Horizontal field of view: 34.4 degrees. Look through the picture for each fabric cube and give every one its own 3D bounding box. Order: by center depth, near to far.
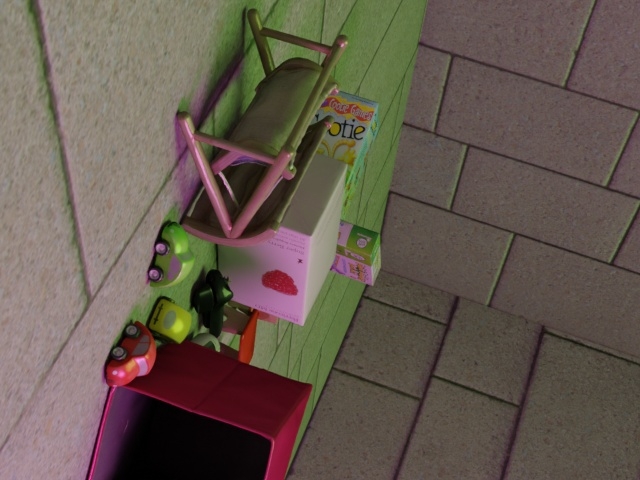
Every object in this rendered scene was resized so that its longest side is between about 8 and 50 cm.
[{"bbox_3d":[-0.185,0.332,1.598,0.258,0.259,0.254,-37,144,-75],"label":"fabric cube"}]

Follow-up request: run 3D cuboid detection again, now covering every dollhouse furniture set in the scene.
[{"bbox_3d":[-0.149,0.241,2.032,0.259,0.135,0.262,100,12,-46],"label":"dollhouse furniture set"}]

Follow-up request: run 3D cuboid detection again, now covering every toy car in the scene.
[{"bbox_3d":[-0.225,0.084,1.501,0.239,0.053,0.225,-46,154,-71],"label":"toy car"}]

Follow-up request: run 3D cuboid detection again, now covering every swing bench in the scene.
[{"bbox_3d":[-0.083,-0.152,1.519,0.254,0.165,0.253,98,13,-53],"label":"swing bench"}]

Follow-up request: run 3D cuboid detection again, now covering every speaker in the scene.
[{"bbox_3d":[-0.219,0.201,1.787,0.136,0.055,0.055,-35,143,-75],"label":"speaker"}]

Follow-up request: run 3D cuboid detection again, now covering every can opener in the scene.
[{"bbox_3d":[-0.191,0.112,1.818,0.186,0.073,0.059,100,-27,-59],"label":"can opener"}]

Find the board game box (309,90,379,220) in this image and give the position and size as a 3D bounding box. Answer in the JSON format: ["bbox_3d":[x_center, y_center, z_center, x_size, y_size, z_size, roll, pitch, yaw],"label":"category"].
[{"bbox_3d":[0.011,-0.161,2.160,0.144,0.142,0.275,77,33,-73],"label":"board game box"}]

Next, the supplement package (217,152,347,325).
[{"bbox_3d":[-0.071,-0.013,1.841,0.293,0.177,0.175,95,16,-55],"label":"supplement package"}]

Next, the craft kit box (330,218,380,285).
[{"bbox_3d":[0.000,0.000,2.091,0.250,0.247,0.061,75,33,-73],"label":"craft kit box"}]
